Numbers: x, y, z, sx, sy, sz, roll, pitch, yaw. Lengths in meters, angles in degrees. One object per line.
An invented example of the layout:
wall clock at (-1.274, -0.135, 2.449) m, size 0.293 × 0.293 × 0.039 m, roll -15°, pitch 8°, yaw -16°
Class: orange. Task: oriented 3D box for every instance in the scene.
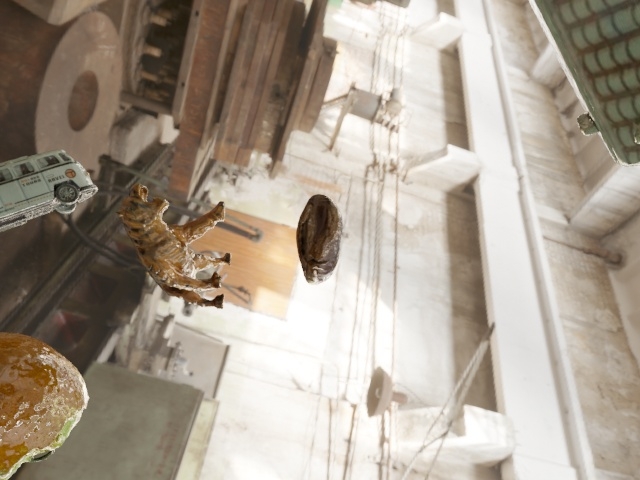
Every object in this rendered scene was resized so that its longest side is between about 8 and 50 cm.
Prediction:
orange at (-0.383, 0.184, 0.558) m, size 0.237 × 0.179 × 0.159 m, roll -30°, pitch 120°, yaw -40°

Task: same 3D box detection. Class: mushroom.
mushroom at (0.000, 0.000, 0.683) m, size 0.123 × 0.052 × 0.123 m, roll -178°, pitch -90°, yaw -75°

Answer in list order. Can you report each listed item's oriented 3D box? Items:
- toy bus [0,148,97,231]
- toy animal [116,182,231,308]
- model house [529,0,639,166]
toy bus at (-0.414, -0.063, 0.716) m, size 0.087 × 0.193 × 0.089 m, roll -17°, pitch -82°, yaw 61°
toy animal at (-0.177, 0.039, 0.676) m, size 0.255 × 0.116 × 0.114 m, roll 103°, pitch -11°, yaw -64°
model house at (0.226, -0.196, 0.313) m, size 0.215 × 0.224 × 0.198 m, roll -36°, pitch -162°, yaw 2°
